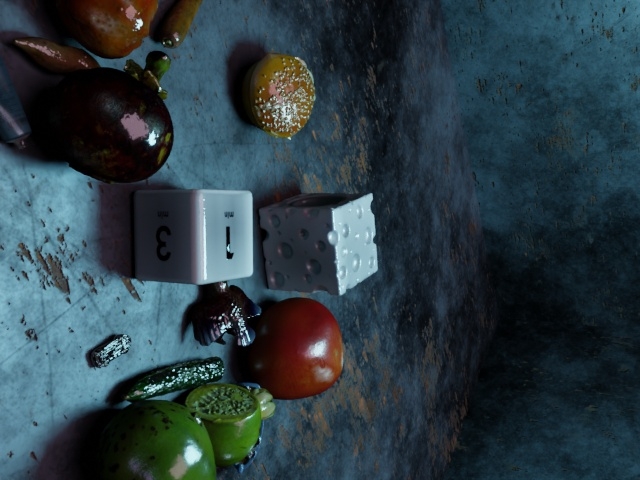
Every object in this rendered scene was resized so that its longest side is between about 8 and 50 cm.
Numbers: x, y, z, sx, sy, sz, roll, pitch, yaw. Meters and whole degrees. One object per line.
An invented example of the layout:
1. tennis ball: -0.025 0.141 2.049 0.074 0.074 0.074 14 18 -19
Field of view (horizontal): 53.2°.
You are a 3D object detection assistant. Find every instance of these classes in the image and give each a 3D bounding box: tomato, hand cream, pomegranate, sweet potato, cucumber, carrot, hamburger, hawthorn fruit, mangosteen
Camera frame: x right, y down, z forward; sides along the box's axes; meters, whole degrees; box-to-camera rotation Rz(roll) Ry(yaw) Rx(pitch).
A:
1. tomato: -0.055 0.297 1.750 0.298 0.226 0.299 1 89 -56
2. hand cream: -0.549 -0.260 1.071 0.083 0.048 0.224 -42 121 -51
3. pomegranate: -0.226 0.434 1.522 0.241 0.189 0.159 -50 146 -68
4. pomegranate: -0.337 0.455 1.283 0.270 0.254 0.254 -50 134 -25
5. sweet potato: -0.468 -0.333 1.184 0.218 0.051 0.065 21 75 -58
6. cucumber: -0.332 0.312 1.440 0.293 0.067 0.068 0 92 -57
7. carrot: -0.303 -0.524 1.452 0.059 0.059 0.248 57 42 -44
8. hamburger: -0.111 -0.386 1.692 0.236 0.147 0.237 -4 95 -56
9. hawthorn fruit: -0.405 -0.443 1.175 0.200 0.179 0.179 40 57 -39
10. mangosteen: -0.367 -0.244 1.179 0.231 0.231 0.289 42 64 -52

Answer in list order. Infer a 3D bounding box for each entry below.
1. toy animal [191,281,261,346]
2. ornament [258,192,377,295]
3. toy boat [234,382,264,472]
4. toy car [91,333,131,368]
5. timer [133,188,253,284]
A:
1. toy animal: -0.223 0.162 1.563 0.218 0.116 0.180 -26 114 -49
2. ornament: 0.000 0.000 1.808 0.239 0.239 0.240 -27 115 -56
3. toy boat: -0.193 0.478 1.638 0.097 0.100 0.223 76 18 -79
4. toy car: -0.427 0.224 1.310 0.093 0.025 0.041 -35 123 -49
5. timer: -0.274 -0.013 1.392 0.194 0.192 0.195 -7 98 -59
